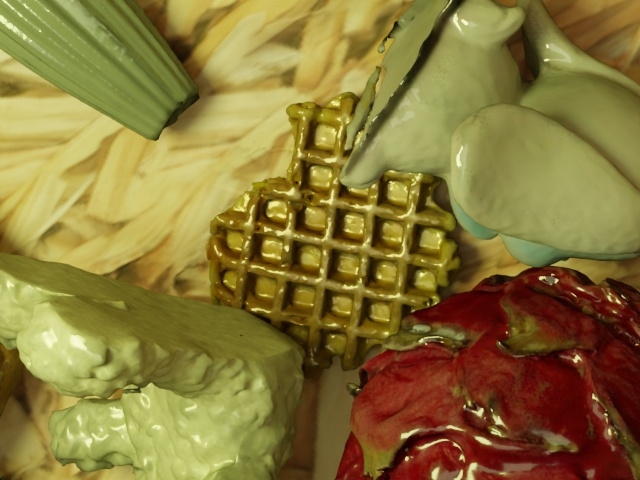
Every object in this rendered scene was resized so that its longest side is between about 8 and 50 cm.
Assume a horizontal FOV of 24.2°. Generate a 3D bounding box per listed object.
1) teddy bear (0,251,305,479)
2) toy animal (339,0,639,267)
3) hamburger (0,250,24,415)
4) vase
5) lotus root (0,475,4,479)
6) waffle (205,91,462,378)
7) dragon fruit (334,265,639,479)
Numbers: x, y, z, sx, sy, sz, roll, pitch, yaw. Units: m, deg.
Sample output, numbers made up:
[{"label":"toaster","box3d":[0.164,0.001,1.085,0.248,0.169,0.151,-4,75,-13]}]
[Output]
[{"label":"teddy bear","box3d":[-0.157,0.229,1.283,0.327,0.375,0.362,27,101,47]},{"label":"toy animal","box3d":[0.167,-0.102,1.247,0.289,0.249,0.174,15,142,-24]},{"label":"hamburger","box3d":[-0.403,0.096,1.363,0.259,0.144,0.283,42,60,-15]},{"label":"vase","box3d":[-0.221,-0.195,1.360,0.248,0.128,0.128,42,104,-4]},{"label":"lotus root","box3d":[-0.353,0.298,1.469,0.088,0.088,0.165,34,110,6]},{"label":"waffle","box3d":[0.000,0.000,1.367,0.253,0.056,0.249,-23,93,16]},{"label":"dragon fruit","box3d":[0.172,0.177,1.225,0.329,0.329,0.329,2,98,12]}]
